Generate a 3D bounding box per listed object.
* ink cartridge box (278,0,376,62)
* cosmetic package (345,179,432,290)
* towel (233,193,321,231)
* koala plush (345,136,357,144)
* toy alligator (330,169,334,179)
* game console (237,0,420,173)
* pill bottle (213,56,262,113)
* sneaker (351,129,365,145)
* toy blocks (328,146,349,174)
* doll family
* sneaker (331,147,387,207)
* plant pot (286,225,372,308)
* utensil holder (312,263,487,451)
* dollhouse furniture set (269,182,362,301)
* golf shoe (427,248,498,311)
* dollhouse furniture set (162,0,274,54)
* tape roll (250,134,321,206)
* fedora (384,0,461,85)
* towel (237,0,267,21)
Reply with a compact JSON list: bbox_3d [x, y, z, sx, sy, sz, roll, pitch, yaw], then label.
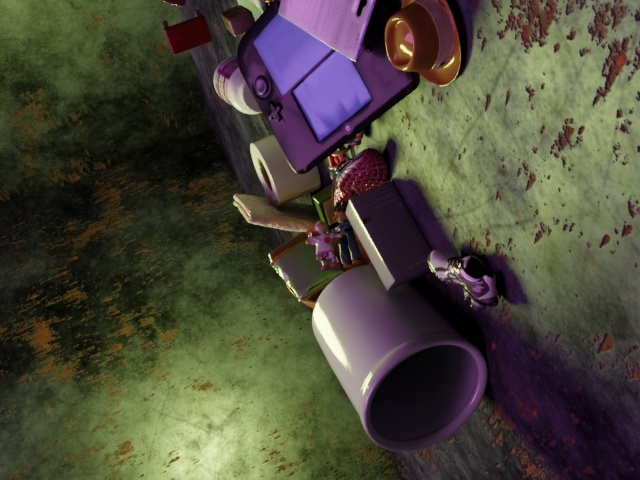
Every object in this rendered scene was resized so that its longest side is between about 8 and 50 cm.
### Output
[{"bbox_3d":[0.032,-0.485,1.166,0.224,0.045,0.223,41,131,25],"label":"ink cartridge box"},{"bbox_3d":[0.171,-0.010,1.538,0.238,0.127,0.107,60,166,18],"label":"cosmetic package"},{"bbox_3d":[-0.133,-0.093,2.252,0.317,0.332,0.053,-139,59,-64],"label":"towel"},{"bbox_3d":[-0.005,-0.327,1.478,0.203,0.196,0.221,-22,78,41],"label":"koala plush"},{"bbox_3d":[0.068,-0.137,1.925,0.051,0.056,0.189,11,137,22],"label":"toy alligator"},{"bbox_3d":[-0.005,-0.369,1.304,0.387,0.060,0.342,-33,78,43],"label":"game console"},{"bbox_3d":[-0.248,-0.522,2.105,0.301,0.169,0.169,43,154,58],"label":"pill bottle"},{"bbox_3d":[0.069,-0.322,1.582,0.161,0.057,0.075,63,150,22],"label":"sneaker"},{"bbox_3d":[0.052,-0.238,1.781,0.123,0.054,0.148,32,146,66],"label":"toy blocks"},{"bbox_3d":[0.097,-0.017,1.693,0.118,0.263,0.163,26,-130,-64],"label":"doll family"},{"bbox_3d":[0.086,-0.174,1.622,0.299,0.121,0.112,131,135,-71],"label":"sneaker"},{"bbox_3d":[0.056,0.112,1.959,0.291,0.291,0.203,56,180,38],"label":"plant pot"},{"bbox_3d":[0.184,0.279,1.590,0.385,0.328,0.327,-127,17,-56],"label":"utensil holder"},{"bbox_3d":[0.000,0.000,1.795,0.197,0.302,0.151,45,162,39],"label":"dollhouse furniture set"},{"bbox_3d":[0.297,0.055,1.281,0.198,0.077,0.093,43,144,46],"label":"golf shoe"},{"bbox_3d":[-0.204,-0.589,1.462,0.152,0.374,0.201,-125,14,-57],"label":"dollhouse furniture set"},{"bbox_3d":[-0.126,-0.263,2.214,0.246,0.169,0.246,60,166,25],"label":"tape roll"},{"bbox_3d":[0.162,-0.342,1.057,0.194,0.079,0.194,61,167,24],"label":"fedora"},{"bbox_3d":[-0.201,-0.682,2.055,0.248,0.038,0.324,50,160,50],"label":"towel"}]
